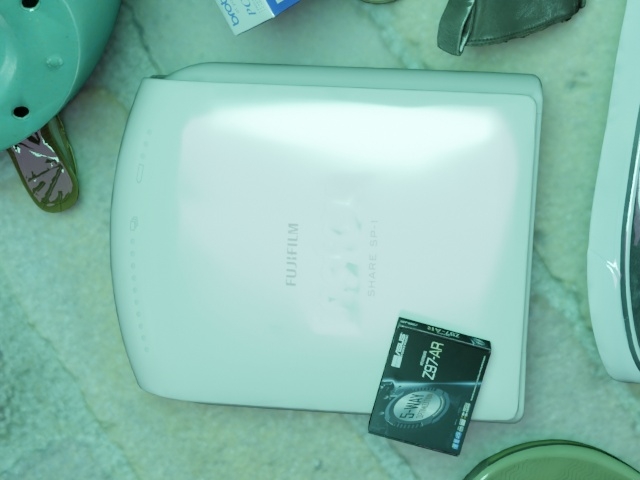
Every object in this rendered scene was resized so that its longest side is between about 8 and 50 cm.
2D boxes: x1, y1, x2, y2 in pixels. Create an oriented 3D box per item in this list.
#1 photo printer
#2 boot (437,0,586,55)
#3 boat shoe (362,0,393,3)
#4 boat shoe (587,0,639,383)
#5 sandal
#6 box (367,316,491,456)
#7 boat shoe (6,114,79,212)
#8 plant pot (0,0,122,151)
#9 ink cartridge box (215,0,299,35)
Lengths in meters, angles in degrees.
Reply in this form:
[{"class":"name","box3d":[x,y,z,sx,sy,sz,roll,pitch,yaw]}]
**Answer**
[{"class":"photo printer","box3d":[0.000,0.000,0.965,0.307,0.107,0.256,4,100,5]},{"class":"boot","box3d":[0.165,-0.262,0.903,0.091,0.263,0.229,28,136,40]},{"class":"boat shoe","box3d":[0.083,-0.307,0.912,0.109,0.098,0.302,25,101,1]},{"class":"boat shoe","box3d":[0.259,-0.043,0.923,0.102,0.108,0.301,10,95,35]},{"class":"sandal","box3d":[0.243,0.244,0.990,0.302,0.086,0.120,24,100,1]},{"class":"box","box3d":[0.075,0.101,0.913,0.067,0.018,0.083,16,106,0]},{"class":"boat shoe","box3d":[-0.222,-0.086,1.005,0.050,0.045,0.135,-19,99,-2]},{"class":"plant pot","box3d":[-0.252,-0.190,0.826,0.293,0.235,0.293,-9,141,-7]},{"class":"ink cartridge box","box3d":[-0.062,-0.245,0.843,0.046,0.097,0.207,-15,108,49]}]
